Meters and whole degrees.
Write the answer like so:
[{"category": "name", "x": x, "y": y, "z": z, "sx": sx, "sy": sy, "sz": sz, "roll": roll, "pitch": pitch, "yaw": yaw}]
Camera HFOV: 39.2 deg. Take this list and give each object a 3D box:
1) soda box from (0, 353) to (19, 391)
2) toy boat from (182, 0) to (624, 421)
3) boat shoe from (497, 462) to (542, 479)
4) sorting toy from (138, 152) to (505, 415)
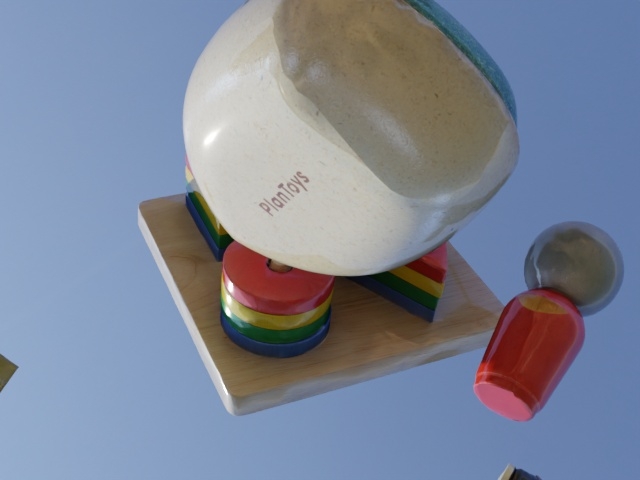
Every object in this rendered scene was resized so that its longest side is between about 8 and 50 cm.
[{"category": "soda box", "x": -0.456, "y": 0.175, "z": 1.157, "sx": 0.061, "sy": 0.181, "sz": 0.058, "roll": 42, "pitch": -121, "yaw": -22}, {"category": "toy boat", "x": 0.061, "y": -0.032, "z": 0.576, "sx": 0.318, "sy": 0.267, "sz": 0.148, "roll": 42, "pitch": -117, "yaw": -13}, {"category": "boat shoe", "x": 0.185, "y": 0.246, "z": 0.865, "sx": 0.042, "sy": 0.133, "sz": 0.049, "roll": 27, "pitch": -106, "yaw": 13}, {"category": "sorting toy", "x": 0.000, "y": 0.000, "z": 0.783, "sx": 0.257, "sy": 0.255, "sz": 0.089, "roll": -12, "pitch": -47, "yaw": -23}]
